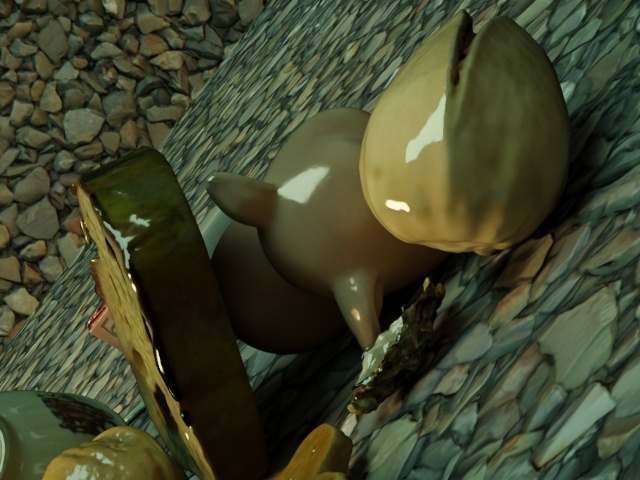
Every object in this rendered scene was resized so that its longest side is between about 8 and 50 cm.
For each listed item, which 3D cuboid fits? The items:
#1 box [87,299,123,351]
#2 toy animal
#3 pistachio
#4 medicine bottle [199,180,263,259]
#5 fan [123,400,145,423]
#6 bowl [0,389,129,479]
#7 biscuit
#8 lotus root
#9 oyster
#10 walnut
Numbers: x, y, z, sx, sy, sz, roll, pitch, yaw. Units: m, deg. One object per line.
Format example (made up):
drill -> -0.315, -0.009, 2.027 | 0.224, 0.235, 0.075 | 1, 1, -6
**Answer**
box -> -0.225, 0.115, 2.359 | 0.060, 0.156, 0.111 | -55, 8, 29
toy animal -> 0.000, 0.000, 1.856 | 0.326, 0.237, 0.269 | -45, -2, 26
pistachio -> 0.142, -0.105, 1.672 | 0.318, 0.194, 0.214 | -75, -16, -48
medicine bottle -> -0.104, 0.004, 2.339 | 0.069, 0.119, 0.183 | -32, 21, 52
fan -> -0.302, 0.281, 2.447 | 0.227, 0.008, 0.152 | -43, 14, 29
bowl -> -0.381, 0.289, 1.992 | 0.337, 0.157, 0.337 | -13, 53, 18
biscuit -> -0.081, 0.310, 1.579 | 0.339, 0.047, 0.216 | -47, 13, 12
lotus root -> -0.153, 0.093, 1.837 | 0.111, 0.375, 0.390 | -18, -28, -11
oyster -> 0.075, 0.103, 1.647 | 0.148, 0.051, 0.103 | -49, -4, -2
walnut -> -0.214, 0.272, 1.869 | 0.166, 0.167, 0.149 | -154, 79, -76
